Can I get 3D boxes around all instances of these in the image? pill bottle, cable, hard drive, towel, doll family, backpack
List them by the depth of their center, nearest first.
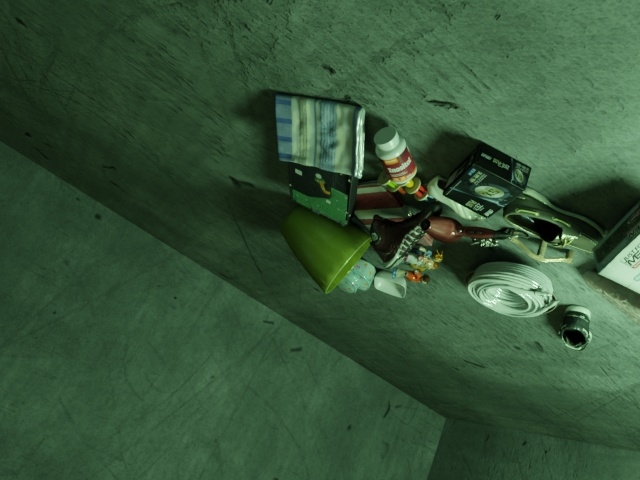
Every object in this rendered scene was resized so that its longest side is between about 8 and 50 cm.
[{"bbox_3d":[0.202,-0.234,1.361,0.086,0.086,0.152,7,150,36],"label":"pill bottle"},{"bbox_3d":[0.947,0.222,1.391,0.316,0.053,0.332,33,-173,-17],"label":"towel"},{"bbox_3d":[-0.006,-0.296,1.409,0.284,0.034,0.209,16,127,23],"label":"towel"},{"bbox_3d":[0.008,-0.197,1.615,0.236,0.064,0.339,27,153,15],"label":"hard drive"},{"bbox_3d":[0.616,0.159,1.619,0.256,0.089,0.257,22,156,11],"label":"cable"},{"bbox_3d":[0.215,-0.089,1.704,0.237,0.037,0.329,-1,143,49],"label":"towel"},{"bbox_3d":[0.346,0.064,1.757,0.163,0.119,0.263,10,158,12],"label":"doll family"},{"bbox_3d":[0.135,0.141,2.116,0.188,0.145,0.166,17,149,13],"label":"backpack"}]

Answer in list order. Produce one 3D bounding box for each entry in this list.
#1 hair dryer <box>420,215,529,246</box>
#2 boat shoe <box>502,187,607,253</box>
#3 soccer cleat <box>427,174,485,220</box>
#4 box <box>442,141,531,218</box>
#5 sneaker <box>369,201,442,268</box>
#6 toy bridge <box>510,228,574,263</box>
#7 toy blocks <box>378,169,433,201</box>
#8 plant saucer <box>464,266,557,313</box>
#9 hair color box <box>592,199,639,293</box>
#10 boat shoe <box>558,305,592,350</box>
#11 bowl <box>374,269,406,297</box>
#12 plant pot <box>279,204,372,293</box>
[{"bbox_3d":[0.428,-0.037,1.452,0.293,0.080,0.223,4,171,-7],"label":"hair dryer"},{"bbox_3d":[0.625,-0.034,1.332,0.304,0.091,0.109,28,156,-3],"label":"boat shoe"},{"bbox_3d":[0.399,-0.119,1.425,0.196,0.068,0.076,29,153,1],"label":"soccer cleat"},{"bbox_3d":[0.431,-0.153,1.306,0.147,0.078,0.180,27,156,-3],"label":"box"},{"bbox_3d":[0.246,-0.051,1.578,0.162,0.106,0.281,48,122,18],"label":"sneaker"},{"bbox_3d":[0.653,0.029,1.467,0.188,0.063,0.026,23,156,9],"label":"toy bridge"},{"bbox_3d":[0.261,-0.159,1.492,0.148,0.054,0.123,28,169,-40],"label":"toy blocks"},{"bbox_3d":[0.668,0.165,1.744,0.310,0.050,0.311,22,156,11],"label":"plant saucer"},{"bbox_3d":[0.881,0.069,1.182,0.374,0.114,0.185,26,129,0],"label":"hair color box"},{"bbox_3d":[0.914,0.340,1.794,0.114,0.091,0.303,8,150,35],"label":"boat shoe"},{"bbox_3d":[0.305,0.181,2.130,0.142,0.053,0.142,19,155,17],"label":"bowl"},{"bbox_3d":[0.000,0.000,1.870,0.293,0.275,0.275,40,158,11],"label":"plant pot"}]
